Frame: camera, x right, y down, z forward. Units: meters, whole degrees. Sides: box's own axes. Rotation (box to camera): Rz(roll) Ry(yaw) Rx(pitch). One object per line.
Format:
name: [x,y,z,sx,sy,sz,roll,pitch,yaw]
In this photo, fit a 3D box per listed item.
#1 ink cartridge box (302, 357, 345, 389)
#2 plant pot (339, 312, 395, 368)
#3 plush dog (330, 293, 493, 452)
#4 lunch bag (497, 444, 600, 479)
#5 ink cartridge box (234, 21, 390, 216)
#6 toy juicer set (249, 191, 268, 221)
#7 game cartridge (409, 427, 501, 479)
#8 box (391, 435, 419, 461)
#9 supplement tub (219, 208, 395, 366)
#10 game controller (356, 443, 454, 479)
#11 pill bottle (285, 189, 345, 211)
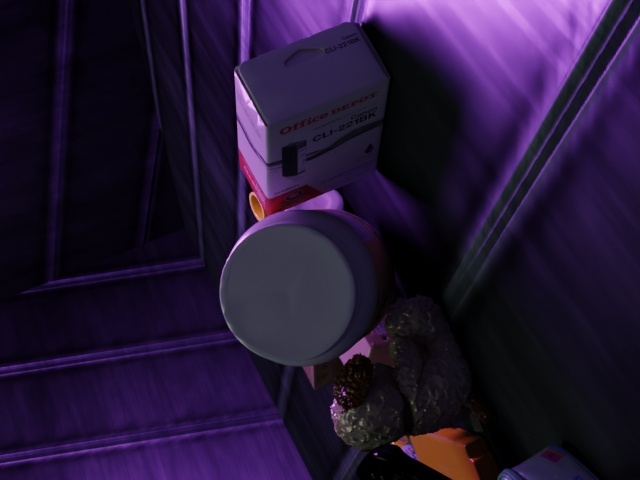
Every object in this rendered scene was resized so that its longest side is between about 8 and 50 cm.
ink cartridge box: [-0.018,0.214,2.506,0.234,0.088,0.193,89,157,-60]
plant pot: [0.102,0.194,1.957,0.096,0.109,0.109,97,150,-44]
plush dog: [0.123,0.250,1.665,0.262,0.226,0.210,81,162,-44]
lunch bag: [0.328,0.418,1.372,0.224,0.108,0.279,-129,21,-53]
ink cartridge box: [-0.015,-0.175,1.586,0.114,0.197,0.273,61,166,23]
toy juicer set: [-0.069,-0.088,2.132,0.209,0.090,0.329,59,156,24]
game cartridge: [0.266,0.458,1.853,0.285,0.053,0.324,68,165,-3]
box: [0.196,0.483,2.185,0.105,0.043,0.179,81,164,-44]
supplement tub: [-0.016,0.070,1.692,0.331,0.241,0.241,-12,-100,-78]
game controller: [0.206,0.409,1.620,0.319,0.067,0.166,28,162,4]
pill bottle: [0.000,0.000,2.014,0.112,0.112,0.186,-126,19,-46]
